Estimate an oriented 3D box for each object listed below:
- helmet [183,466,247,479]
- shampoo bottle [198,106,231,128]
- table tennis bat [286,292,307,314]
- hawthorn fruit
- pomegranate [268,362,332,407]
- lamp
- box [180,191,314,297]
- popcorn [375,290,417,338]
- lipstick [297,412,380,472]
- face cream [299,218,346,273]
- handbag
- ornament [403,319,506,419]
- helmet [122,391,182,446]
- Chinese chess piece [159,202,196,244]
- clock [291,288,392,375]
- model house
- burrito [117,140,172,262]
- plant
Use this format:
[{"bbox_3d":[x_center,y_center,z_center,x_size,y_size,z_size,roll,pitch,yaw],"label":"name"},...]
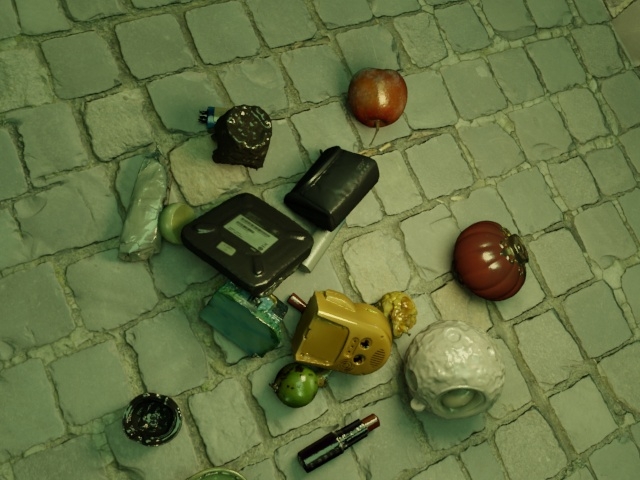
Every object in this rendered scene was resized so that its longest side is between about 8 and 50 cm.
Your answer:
[{"bbox_3d":[-0.341,0.792,1.662,0.258,0.137,0.204,-3,75,-21],"label":"helmet"},{"bbox_3d":[-0.363,-0.453,2.053,0.183,0.050,0.087,4,77,-13],"label":"shampoo bottle"},{"bbox_3d":[0.011,0.296,1.946,0.310,0.038,0.200,39,70,-4],"label":"table tennis bat"},{"bbox_3d":[0.227,-0.550,2.146,0.235,0.231,0.262,-20,121,-14],"label":"hawthorn fruit"},{"bbox_3d":[-0.058,0.461,1.825,0.220,0.156,0.156,-32,84,-37],"label":"pomegranate"},{"bbox_3d":[0.625,0.076,2.033,0.303,0.257,0.303,30,47,-37],"label":"lamp"},{"bbox_3d":[-0.233,0.001,1.837,0.359,0.091,0.350,34,41,14],"label":"box"},{"bbox_3d":[0.267,0.267,1.950,0.170,0.180,0.180,30,66,32],"label":"popcorn"},{"bbox_3d":[0.064,0.665,1.829,0.300,0.081,0.081,-25,82,-19],"label":"lipstick"},{"bbox_3d":[0.000,0.000,2.001,0.077,0.077,0.250,36,70,-2],"label":"face cream"},{"bbox_3d":[0.024,-0.216,1.976,0.275,0.177,0.302,31,68,24],"label":"handbag"},{"bbox_3d":[0.447,0.424,1.863,0.337,0.337,0.336,4,74,-13],"label":"ornament"},{"bbox_3d":[-0.529,0.550,1.706,0.177,0.107,0.153,30,66,-24],"label":"helmet"},{"bbox_3d":[-0.484,-0.058,1.867,0.059,0.144,0.144,5,70,26],"label":"Chinese chess piece"},{"bbox_3d":[0.085,0.320,1.820,0.317,0.200,0.244,22,112,-10],"label":"clock"},{"bbox_3d":[-0.212,0.213,1.831,0.261,0.226,0.241,40,45,-3],"label":"model house"},{"bbox_3d":[-0.582,-0.139,1.884,0.139,0.101,0.445,7,72,3],"label":"burrito"},{"bbox_3d":[-0.281,-0.347,1.931,0.199,0.276,0.188,3,78,-23],"label":"plant"}]
